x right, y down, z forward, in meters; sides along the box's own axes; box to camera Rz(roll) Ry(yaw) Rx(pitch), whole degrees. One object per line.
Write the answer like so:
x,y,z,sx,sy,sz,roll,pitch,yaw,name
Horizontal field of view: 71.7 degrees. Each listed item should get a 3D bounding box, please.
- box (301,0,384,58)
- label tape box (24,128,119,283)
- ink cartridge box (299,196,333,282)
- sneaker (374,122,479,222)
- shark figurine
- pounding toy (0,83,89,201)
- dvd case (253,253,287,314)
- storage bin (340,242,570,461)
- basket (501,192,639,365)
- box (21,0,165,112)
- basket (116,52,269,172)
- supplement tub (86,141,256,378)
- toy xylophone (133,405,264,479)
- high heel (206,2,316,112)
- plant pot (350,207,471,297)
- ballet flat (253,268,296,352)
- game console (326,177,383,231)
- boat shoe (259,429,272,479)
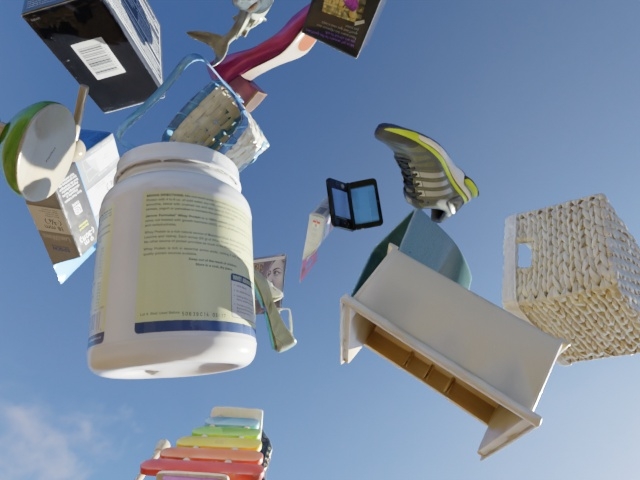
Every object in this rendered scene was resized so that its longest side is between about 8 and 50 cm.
0.084,-0.565,0.954,0.143,0.165,0.270,25,-52,-1,box
-0.598,-0.080,1.133,0.105,0.241,0.334,8,-53,9,label tape box
0.000,0.000,1.067,0.045,0.145,0.179,12,-66,12,ink cartridge box
0.214,-0.135,0.932,0.300,0.111,0.121,34,-84,-30,sneaker
-0.154,-0.450,0.831,0.116,0.166,0.278,53,-20,-18,shark figurine
-0.534,-0.187,0.809,0.110,0.237,0.183,18,-55,-7,pounding toy
-0.202,0.163,1.639,0.164,0.221,0.018,-9,-25,33,dvd case
0.169,0.173,0.654,0.262,0.123,0.260,30,-29,21,storage bin
0.680,0.103,1.172,0.331,0.328,0.266,40,-41,-24,basket
-0.531,-0.533,1.081,0.182,0.294,0.296,-14,-28,3,box
-0.283,-0.256,1.027,0.254,0.289,0.201,-40,-115,9,basket
-0.224,0.038,0.695,0.235,0.325,0.235,-5,-21,-2,supplement tub
-0.220,0.401,0.822,0.236,0.322,0.081,2,-92,-5,toy xylophone
-0.145,-0.539,1.184,0.377,0.127,0.181,-44,-95,11,high heel
0.270,0.113,1.238,0.252,0.248,0.247,36,-41,-4,plant pot
-0.112,0.157,1.050,0.072,0.068,0.213,119,-48,-69,ballet flat
0.077,-0.089,1.016,0.071,0.107,0.122,-24,-115,40,game console
-0.155,0.580,1.159,0.183,0.083,0.065,53,-35,36,boat shoe
